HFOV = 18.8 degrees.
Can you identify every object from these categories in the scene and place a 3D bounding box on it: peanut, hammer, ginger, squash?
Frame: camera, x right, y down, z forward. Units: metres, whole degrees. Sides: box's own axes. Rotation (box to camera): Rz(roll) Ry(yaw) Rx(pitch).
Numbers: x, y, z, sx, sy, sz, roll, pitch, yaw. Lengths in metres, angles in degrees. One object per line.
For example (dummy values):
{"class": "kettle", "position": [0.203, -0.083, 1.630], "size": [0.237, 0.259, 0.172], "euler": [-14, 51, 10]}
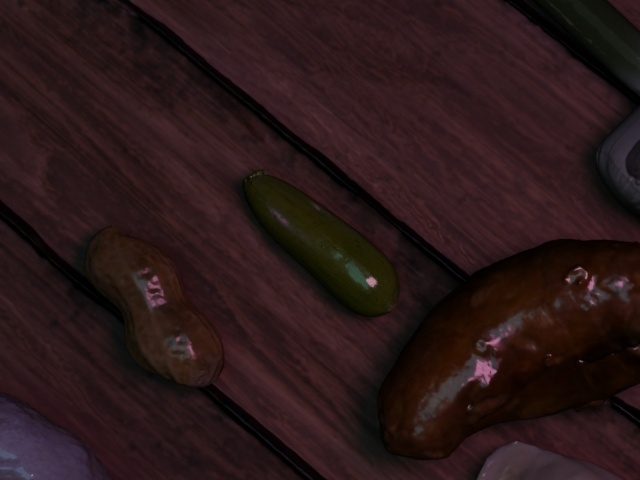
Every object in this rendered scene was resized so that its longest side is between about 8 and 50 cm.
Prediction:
{"class": "peanut", "position": [-0.168, 0.068, 1.925], "size": [0.089, 0.089, 0.193], "euler": [-34, 77, 4]}
{"class": "hammer", "position": [0.289, -0.182, 1.870], "size": [0.206, 0.119, 0.335], "euler": [-44, 74, 2]}
{"class": "ginger", "position": [0.197, 0.098, 1.837], "size": [0.321, 0.172, 0.165], "euler": [-28, 120, 11]}
{"class": "squash", "position": [0.000, 0.000, 1.914], "size": [0.201, 0.066, 0.066], "euler": [42, 92, 15]}

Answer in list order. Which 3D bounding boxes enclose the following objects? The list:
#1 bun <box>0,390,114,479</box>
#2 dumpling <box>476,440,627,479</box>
{"class": "bun", "position": [-0.344, 0.321, 1.862], "size": [0.362, 0.211, 0.362], "euler": [-1, 83, 6]}
{"class": "dumpling", "position": [0.241, 0.302, 1.814], "size": [0.252, 0.131, 0.179], "euler": [35, 84, 11]}
